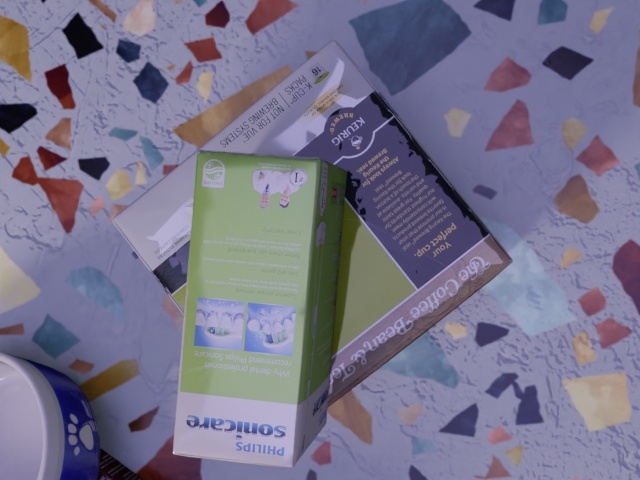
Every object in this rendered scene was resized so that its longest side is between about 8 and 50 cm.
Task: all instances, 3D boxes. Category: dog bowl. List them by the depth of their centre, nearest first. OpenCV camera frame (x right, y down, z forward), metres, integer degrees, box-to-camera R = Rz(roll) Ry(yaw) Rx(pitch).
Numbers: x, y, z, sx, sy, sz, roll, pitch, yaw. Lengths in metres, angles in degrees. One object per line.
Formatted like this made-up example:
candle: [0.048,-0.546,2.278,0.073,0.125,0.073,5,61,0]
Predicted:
dog bowl: [-0.410,0.275,1.296,0.265,0.104,0.264,-9,69,25]

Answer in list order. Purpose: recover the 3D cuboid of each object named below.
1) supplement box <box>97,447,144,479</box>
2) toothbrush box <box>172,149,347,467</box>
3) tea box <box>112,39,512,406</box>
supplement box: [-0.261,0.378,1.344,0.239,0.073,0.130,34,93,5]
toothbrush box: [-0.053,0.059,1.032,0.122,0.206,0.283,4,92,8]
tea box: [0.000,0.000,1.239,0.329,0.220,0.323,-38,85,6]
